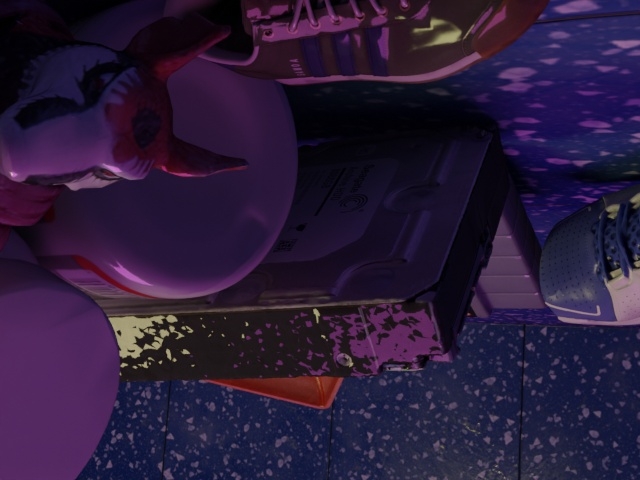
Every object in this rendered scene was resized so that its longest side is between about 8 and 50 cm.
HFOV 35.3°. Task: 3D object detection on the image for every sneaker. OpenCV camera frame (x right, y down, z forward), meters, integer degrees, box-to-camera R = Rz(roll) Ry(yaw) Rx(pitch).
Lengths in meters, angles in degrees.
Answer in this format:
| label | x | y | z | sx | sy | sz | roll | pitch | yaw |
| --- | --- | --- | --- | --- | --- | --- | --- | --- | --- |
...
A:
| label | x | y | z | sx | sy | sz | roll | pitch | yaw |
| --- | --- | --- | --- | --- | --- | --- | --- | --- | --- |
| sneaker | 0.003 | -0.106 | 0.453 | 0.086 | 0.064 | 0.192 | 5 | 176 | -41 |
| sneaker | 0.285 | -0.022 | 0.762 | 0.182 | 0.127 | 0.316 | 17 | 158 | -41 |

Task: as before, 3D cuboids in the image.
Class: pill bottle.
| label | x | y | z | sx | sy | sz | roll | pitch | yaw |
| --- | --- | --- | --- | --- | --- | --- | --- | --- | --- |
| pill bottle | -0.232 | 0.034 | 0.496 | 0.265 | 0.153 | 0.153 | 22 | -177 | 34 |
| pill bottle | -0.164 | -0.043 | 0.623 | 0.283 | 0.161 | 0.161 | -3 | 169 | 45 |

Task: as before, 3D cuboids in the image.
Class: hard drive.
| label | x | y | z | sx | sy | sz | roll | pitch | yaw |
| --- | --- | --- | --- | --- | --- | --- | --- | --- | --- |
| hard drive | -0.049 | 0.006 | 0.730 | 0.339 | 0.064 | 0.237 | -4 | -149 | 24 |

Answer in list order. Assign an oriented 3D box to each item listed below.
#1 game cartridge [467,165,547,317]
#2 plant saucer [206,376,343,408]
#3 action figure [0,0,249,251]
| label | x | y | z | sx | sy | sz | roll | pitch | yaw |
| --- | --- | --- | --- | --- | --- | --- | --- | --- | --- |
| game cartridge | 0.022 | 0.003 | 0.957 | 0.355 | 0.068 | 0.230 | -1 | 146 | 25 |
| plant saucer | -0.090 | 0.073 | 1.004 | 0.259 | 0.047 | 0.259 | 14 | 148 | -3 |
| action figure | -0.209 | -0.043 | 0.372 | 0.370 | 0.248 | 0.276 | 7 | 172 | 1 |
